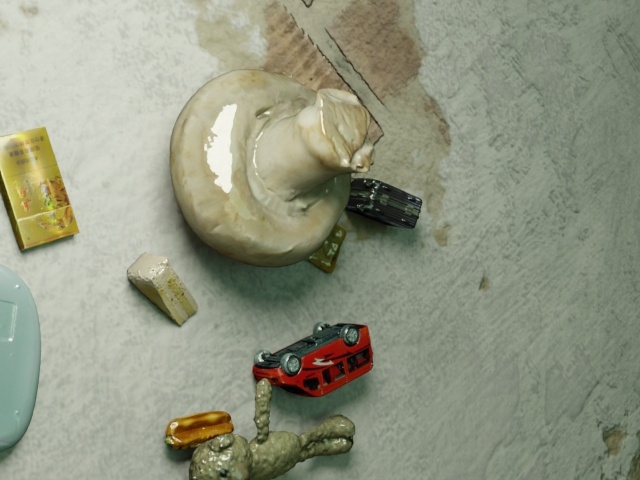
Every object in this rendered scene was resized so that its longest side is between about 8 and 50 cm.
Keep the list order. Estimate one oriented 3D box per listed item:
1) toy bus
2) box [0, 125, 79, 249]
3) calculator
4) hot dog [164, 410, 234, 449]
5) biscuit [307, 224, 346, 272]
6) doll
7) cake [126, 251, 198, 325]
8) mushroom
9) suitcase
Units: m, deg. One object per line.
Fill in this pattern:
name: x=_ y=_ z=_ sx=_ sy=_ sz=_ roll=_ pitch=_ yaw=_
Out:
toy bus: x=-0.011 y=0.189 z=1.816 sx=0.195 sy=0.081 sz=0.089 roll=-22 pitch=104 yaw=-38
box: x=-0.392 y=-0.072 z=1.617 sx=0.089 sy=0.022 sz=0.156 roll=-18 pitch=92 yaw=-37
calculator: x=-0.448 y=0.170 z=1.517 sx=0.185 sy=0.041 sz=0.298 roll=16 pitch=71 yaw=-33
hot dog: x=-0.175 y=0.273 z=1.707 sx=0.122 sy=0.037 sz=0.049 roll=-2 pitch=71 yaw=-42
biscuit: x=0.000 y=0.000 z=1.895 sx=0.081 sy=0.018 sz=0.083 roll=33 pitch=63 yaw=-26
doll: x=-0.071 y=0.323 z=1.742 sx=0.202 sy=0.091 sz=0.286 roll=-54 pitch=143 yaw=4
cake: x=-0.217 y=0.074 z=1.700 sx=0.121 sy=0.065 sz=0.052 roll=49 pitch=60 yaw=-27
mushroom: x=-0.062 y=-0.113 z=1.699 sx=0.297 sy=0.290 sz=0.297 roll=9 pitch=75 yaw=-35
suitcase: x=0.098 y=-0.060 z=1.937 sx=0.126 sy=0.086 sz=0.059 roll=21 pitch=85 yaw=-32
